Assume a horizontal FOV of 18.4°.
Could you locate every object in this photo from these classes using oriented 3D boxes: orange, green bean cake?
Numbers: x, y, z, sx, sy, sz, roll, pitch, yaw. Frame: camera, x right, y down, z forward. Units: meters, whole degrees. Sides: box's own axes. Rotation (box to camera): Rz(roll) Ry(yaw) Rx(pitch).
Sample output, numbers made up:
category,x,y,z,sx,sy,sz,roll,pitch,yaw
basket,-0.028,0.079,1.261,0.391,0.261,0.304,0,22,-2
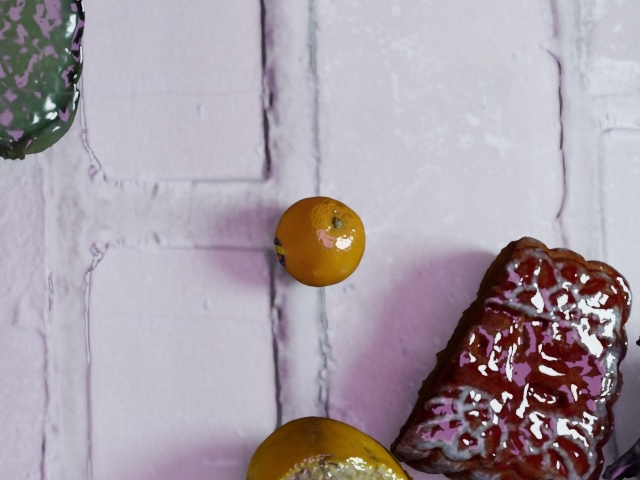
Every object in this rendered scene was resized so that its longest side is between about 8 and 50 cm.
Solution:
category,x,y,z,sx,sy,sz,roll,pitch,yaw
orange,0.001,0.000,1.748,0.083,0.083,0.083,3,80,-20
green bean cake,-0.307,-0.175,1.632,0.227,0.125,0.222,3,84,-21
green bean cake,0.175,0.113,1.783,0.198,0.097,0.233,20,75,-16
orange,0.007,0.225,1.682,0.156,0.156,0.134,29,114,-14

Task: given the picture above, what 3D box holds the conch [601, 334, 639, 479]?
category,x,y,z,sx,sy,sz,roll,pitch,yaw
conch,0.389,0.195,1.814,0.313,0.186,0.240,59,41,-8
